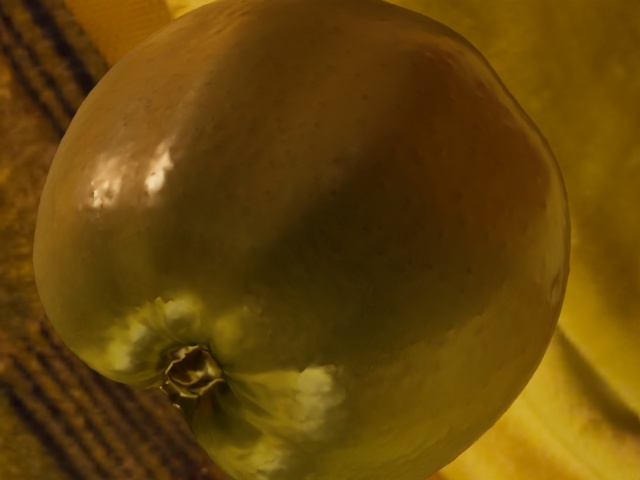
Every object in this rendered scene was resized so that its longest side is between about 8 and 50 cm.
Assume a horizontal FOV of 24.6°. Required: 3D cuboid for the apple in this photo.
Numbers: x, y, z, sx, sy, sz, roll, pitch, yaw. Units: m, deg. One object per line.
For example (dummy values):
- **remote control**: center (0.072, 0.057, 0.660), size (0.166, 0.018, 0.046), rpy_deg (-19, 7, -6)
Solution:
- **apple**: center (0.000, 0.000, 1.037), size (0.360, 0.320, 0.311), rpy_deg (-50, 141, -43)
